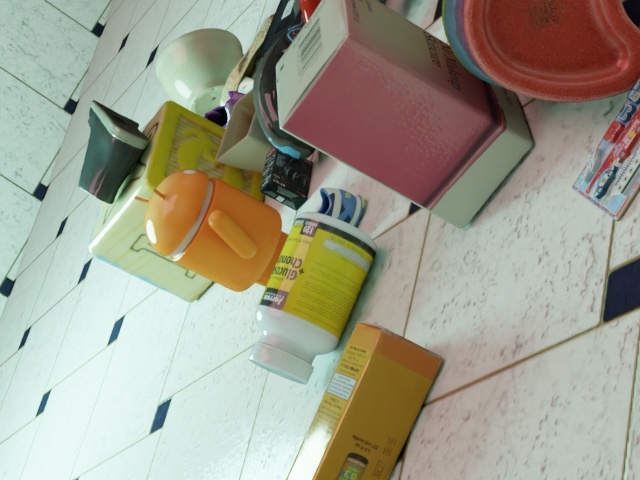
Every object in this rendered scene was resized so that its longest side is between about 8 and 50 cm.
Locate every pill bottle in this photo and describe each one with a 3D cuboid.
[{"bbox_3d":[-0.013,0.067,1.590,0.103,0.103,0.184,-4,61,67],"label":"pill bottle"}]

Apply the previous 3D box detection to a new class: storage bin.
[{"bbox_3d":[-0.014,-0.346,2.139,0.122,0.084,0.180,-16,49,63],"label":"storage bin"}]

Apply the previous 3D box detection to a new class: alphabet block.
[{"bbox_3d":[-0.214,-0.058,2.107,0.197,0.193,0.192,-44,29,41],"label":"alphabet block"}]

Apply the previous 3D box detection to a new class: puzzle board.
[{"bbox_3d":[0.274,-0.087,1.218,0.128,0.011,0.096,-60,20,10],"label":"puzzle board"}]

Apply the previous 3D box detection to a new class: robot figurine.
[{"bbox_3d":[-0.138,-0.014,1.825,0.128,0.219,0.158,-52,22,27],"label":"robot figurine"}]

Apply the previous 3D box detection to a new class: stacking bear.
[{"bbox_3d":[0.198,-0.233,1.379,0.289,0.164,0.175,-107,2,-78],"label":"stacking bear"}]

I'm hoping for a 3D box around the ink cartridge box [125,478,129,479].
[{"bbox_3d":[-0.285,0.421,1.861,0.198,0.067,0.115,-49,25,38],"label":"ink cartridge box"}]

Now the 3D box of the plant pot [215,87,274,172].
[{"bbox_3d":[-0.078,-0.157,2.037,0.109,0.096,0.109,-30,38,55],"label":"plant pot"}]

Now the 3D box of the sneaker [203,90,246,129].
[{"bbox_3d":[-0.157,-0.160,2.225,0.236,0.104,0.095,-47,27,39],"label":"sneaker"}]

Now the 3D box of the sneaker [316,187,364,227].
[{"bbox_3d":[0.000,0.000,1.706,0.053,0.059,0.144,5,70,66],"label":"sneaker"}]

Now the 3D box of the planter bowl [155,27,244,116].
[{"bbox_3d":[-0.200,-0.280,2.436,0.162,0.162,0.109,-47,51,36],"label":"planter bowl"}]

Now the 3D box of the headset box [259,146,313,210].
[{"bbox_3d":[-0.047,-0.092,1.930,0.032,0.062,0.083,-42,28,43],"label":"headset box"}]

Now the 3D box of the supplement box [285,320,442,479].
[{"bbox_3d":[0.030,0.201,1.355,0.233,0.078,0.080,-65,20,-8],"label":"supplement box"}]

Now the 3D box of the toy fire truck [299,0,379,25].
[{"bbox_3d":[0.062,-0.337,1.855,0.158,0.217,0.246,-148,43,-70],"label":"toy fire truck"}]

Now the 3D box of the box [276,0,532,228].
[{"bbox_3d":[0.083,-0.141,1.428,0.127,0.232,0.148,-52,23,26],"label":"box"}]

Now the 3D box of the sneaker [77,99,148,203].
[{"bbox_3d":[-0.332,-0.137,2.093,0.118,0.083,0.222,-60,21,7],"label":"sneaker"}]

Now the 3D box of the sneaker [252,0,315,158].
[{"bbox_3d":[0.003,-0.275,1.953,0.140,0.125,0.341,-26,43,51],"label":"sneaker"}]

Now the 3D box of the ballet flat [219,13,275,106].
[{"bbox_3d":[-0.103,-0.283,2.306,0.067,0.073,0.206,36,102,55],"label":"ballet flat"}]
